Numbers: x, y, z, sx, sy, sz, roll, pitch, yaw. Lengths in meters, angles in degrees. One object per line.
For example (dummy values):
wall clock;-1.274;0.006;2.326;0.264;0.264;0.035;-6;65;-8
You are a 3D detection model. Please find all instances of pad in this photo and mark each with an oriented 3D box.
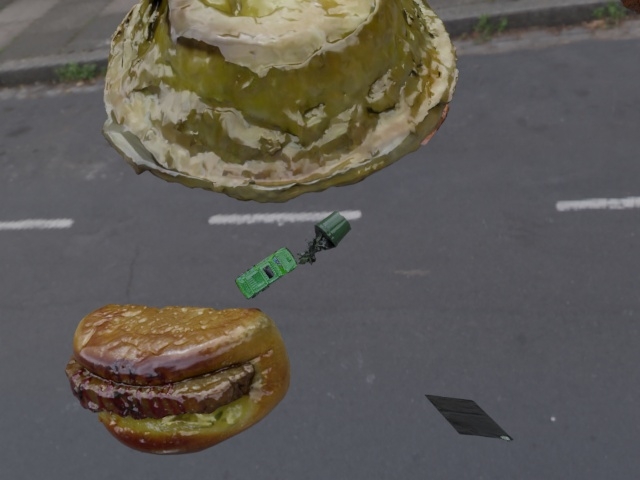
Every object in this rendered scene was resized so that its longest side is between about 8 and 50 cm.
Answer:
pad;0.292;0.351;1.438;0.116;0.004;0.193;10;9;-14

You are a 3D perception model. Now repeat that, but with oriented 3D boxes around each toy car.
toy car;-0.139;0.084;1.849;0.165;0.071;0.062;-34;4;0

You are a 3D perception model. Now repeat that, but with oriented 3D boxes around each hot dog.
hot dog;-0.266;0.235;1.237;0.405;0.185;0.223;-1;29;20

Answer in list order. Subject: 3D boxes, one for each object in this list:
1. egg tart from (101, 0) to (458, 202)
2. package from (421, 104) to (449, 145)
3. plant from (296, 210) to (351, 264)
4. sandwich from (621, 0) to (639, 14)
egg tart;-0.037;-0.181;0.639;0.341;0.129;0.341;1;57;-1
package;0.225;-0.262;1.541;0.077;0.033;0.110;30;84;1
plant;0.000;0.000;1.146;0.102;0.051;0.051;-44;43;-10
sandwich;0.308;-0.250;0.543;0.212;0.292;0.109;14;73;-10
